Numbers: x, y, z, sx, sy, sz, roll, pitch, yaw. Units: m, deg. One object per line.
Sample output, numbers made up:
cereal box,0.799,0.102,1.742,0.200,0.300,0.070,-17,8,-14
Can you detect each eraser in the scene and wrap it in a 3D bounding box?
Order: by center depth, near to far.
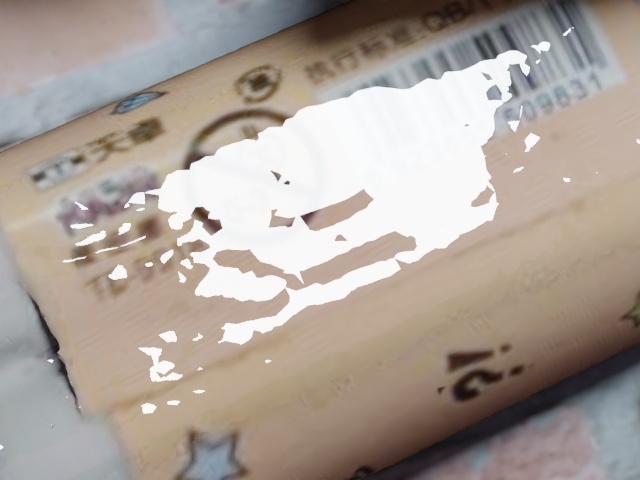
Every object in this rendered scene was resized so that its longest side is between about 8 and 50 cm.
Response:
eraser,0.000,0.000,0.712,0.290,0.087,0.171,-25,78,-11
